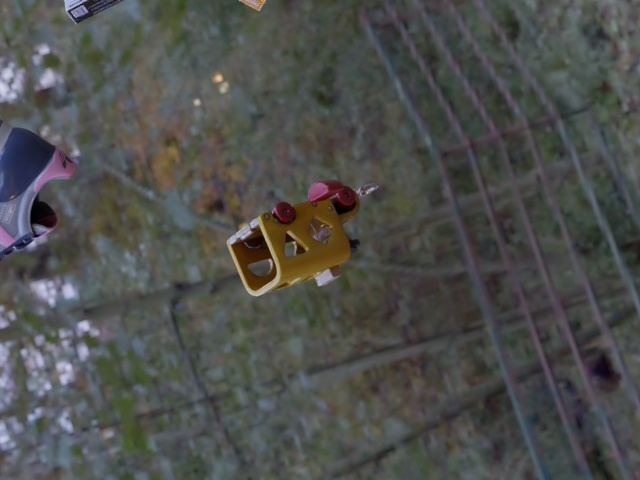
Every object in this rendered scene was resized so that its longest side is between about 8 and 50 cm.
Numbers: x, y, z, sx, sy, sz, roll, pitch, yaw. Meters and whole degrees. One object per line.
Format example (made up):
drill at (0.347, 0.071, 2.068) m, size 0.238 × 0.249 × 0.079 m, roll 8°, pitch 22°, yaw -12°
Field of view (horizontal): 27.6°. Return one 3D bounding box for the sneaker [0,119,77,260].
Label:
sneaker at (-0.429, -0.009, 1.744) m, size 0.112 × 0.131 × 0.319 m, roll -88°, pitch 24°, yaw -52°

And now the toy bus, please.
toy bus at (-0.012, 0.004, 1.635) m, size 0.191 × 0.202 × 0.104 m, roll 24°, pitch -138°, yaw -78°

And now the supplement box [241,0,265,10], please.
supplement box at (-0.078, -0.347, 1.633) m, size 0.098 × 0.062 × 0.036 m, roll -54°, pitch 20°, yaw 30°

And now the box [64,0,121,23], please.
box at (-0.342, -0.460, 2.215) m, size 0.036 × 0.207 × 0.114 m, roll 55°, pitch -166°, yaw -50°
